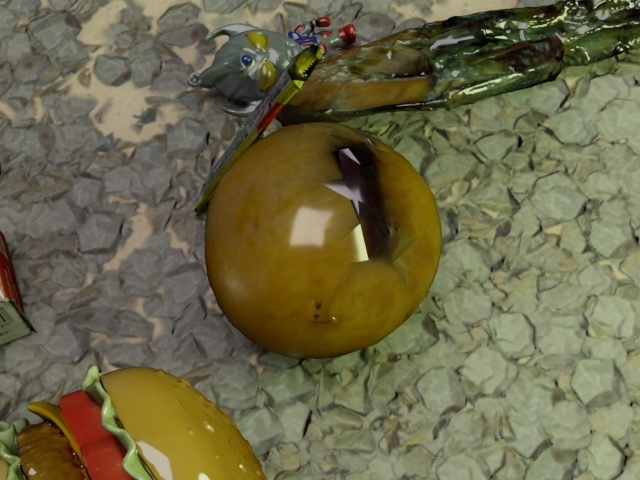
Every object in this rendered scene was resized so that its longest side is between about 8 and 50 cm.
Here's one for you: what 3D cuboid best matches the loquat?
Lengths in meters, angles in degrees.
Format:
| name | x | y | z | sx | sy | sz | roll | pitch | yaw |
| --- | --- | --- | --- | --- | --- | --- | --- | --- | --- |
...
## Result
| name | x | y | z | sx | sy | sz | roll | pitch | yaw |
| --- | --- | --- | --- | --- | --- | --- | --- | --- | --- |
| loquat | 0.000 | 0.000 | 1.417 | 0.235 | 0.235 | 0.235 | -4 | 62 | 7 |

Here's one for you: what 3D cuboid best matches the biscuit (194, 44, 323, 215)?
| name | x | y | z | sx | sy | sz | roll | pitch | yaw |
| --- | --- | --- | --- | --- | --- | --- | --- | --- | --- |
| biscuit | -0.070 | -0.107 | 1.465 | 0.026 | 0.292 | 0.048 | 37 | 55 | -5 |

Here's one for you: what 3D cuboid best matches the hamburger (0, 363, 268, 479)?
| name | x | y | z | sx | sy | sz | roll | pitch | yaw |
| --- | --- | --- | --- | --- | --- | --- | --- | --- | --- |
| hamburger | -0.151 | 0.236 | 1.292 | 0.212 | 0.274 | 0.274 | -34 | 62 | -2 |

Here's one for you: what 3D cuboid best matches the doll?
| name | x | y | z | sx | sy | sz | roll | pitch | yaw |
| --- | --- | --- | --- | --- | --- | --- | --- | --- | --- |
| doll | -0.052 | -0.194 | 1.623 | 0.194 | 0.062 | 0.104 | -13 | 99 | -6 |

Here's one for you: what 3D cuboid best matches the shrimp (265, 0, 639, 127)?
| name | x | y | z | sx | sy | sz | roll | pitch | yaw |
| --- | --- | --- | --- | --- | --- | --- | --- | --- | --- |
| shrimp | 0.163 | -0.186 | 1.505 | 0.445 | 0.272 | 0.085 | -14 | 105 | -9 |

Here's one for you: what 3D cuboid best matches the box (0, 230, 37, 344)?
| name | x | y | z | sx | sy | sz | roll | pitch | yaw |
| --- | --- | --- | --- | --- | --- | --- | --- | --- | --- |
| box | -0.406 | 0.055 | 1.524 | 0.182 | 0.099 | 0.133 | -21 | 63 | -2 |
